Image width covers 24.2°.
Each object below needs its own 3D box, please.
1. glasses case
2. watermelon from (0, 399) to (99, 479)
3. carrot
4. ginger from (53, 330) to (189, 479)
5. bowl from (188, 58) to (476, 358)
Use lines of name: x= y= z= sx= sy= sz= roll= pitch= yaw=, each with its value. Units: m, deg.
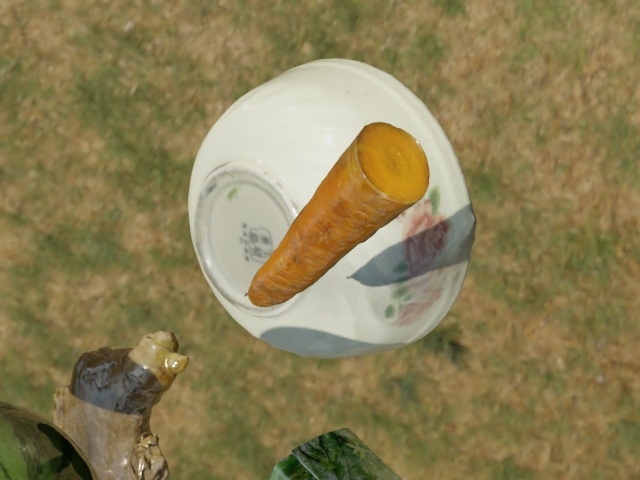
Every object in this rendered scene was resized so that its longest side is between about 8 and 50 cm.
glasses case: x=0.075 y=0.271 z=1.259 sx=0.272 sy=0.095 sz=0.062 roll=40 pitch=127 yaw=32
watermelon: x=-0.233 y=0.192 z=0.930 sx=0.188 sy=0.188 sz=0.214 roll=42 pitch=139 yaw=-22
carrot: x=0.000 y=0.000 z=1.004 sx=0.057 sy=0.057 sz=0.224 roll=30 pitch=144 yaw=-10
ginger: x=-0.223 y=0.237 z=1.601 sx=0.166 sy=0.080 sz=0.333 roll=24 pitch=110 yaw=28
bowl: x=-0.016 y=-0.016 z=1.316 sx=0.277 sy=0.145 sz=0.277 roll=15 pitch=112 yaw=40
